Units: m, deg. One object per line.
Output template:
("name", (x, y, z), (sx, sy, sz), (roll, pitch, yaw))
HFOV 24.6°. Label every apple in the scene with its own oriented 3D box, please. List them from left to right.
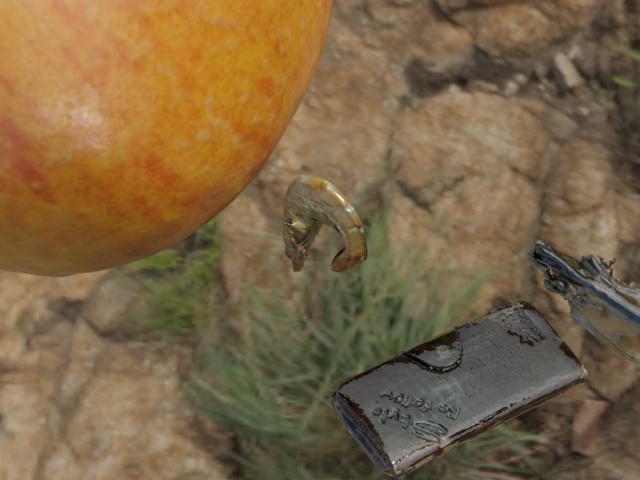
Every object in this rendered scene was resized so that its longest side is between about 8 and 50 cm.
("apple", (-0.149, -0.144, 0.723), (0.299, 0.275, 0.299), (-13, 58, 22))

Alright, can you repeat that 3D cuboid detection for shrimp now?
("shrimp", (0.005, -0.005, 1.367), (0.095, 0.162, 0.045), (26, 59, 8))
("shrimp", (0.278, 0.032, 1.171), (0.219, 0.046, 0.152), (31, 92, -2))

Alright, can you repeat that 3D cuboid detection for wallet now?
("wallet", (0.132, 0.137, 1.413), (0.232, 0.031, 0.122), (-25, 51, -19))
